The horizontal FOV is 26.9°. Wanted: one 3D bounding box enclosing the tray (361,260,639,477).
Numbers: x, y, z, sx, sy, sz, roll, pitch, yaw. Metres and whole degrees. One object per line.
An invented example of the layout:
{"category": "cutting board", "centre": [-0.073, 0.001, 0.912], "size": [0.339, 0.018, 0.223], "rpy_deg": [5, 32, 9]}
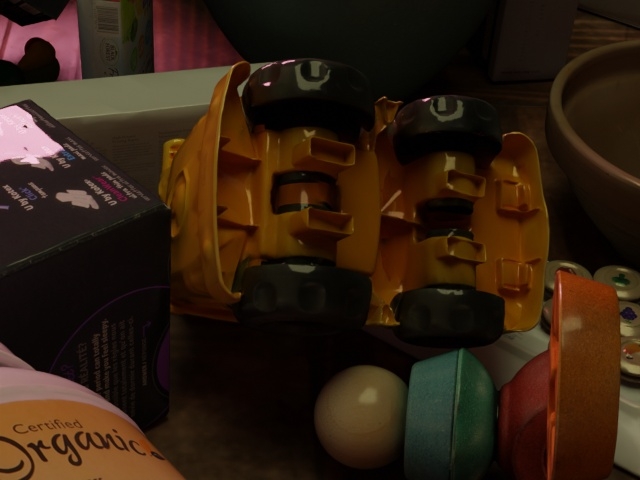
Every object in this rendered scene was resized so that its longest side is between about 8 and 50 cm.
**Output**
{"category": "tray", "centre": [0.136, 0.050, 0.891], "size": [0.270, 0.030, 0.145], "rpy_deg": [27, 43, 27]}

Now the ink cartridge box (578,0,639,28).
{"category": "ink cartridge box", "centre": [0.329, -0.304, 1.309], "size": [0.127, 0.128, 0.176], "rpy_deg": [24, 41, 24]}

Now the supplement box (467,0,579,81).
{"category": "supplement box", "centre": [0.161, -0.260, 1.232], "size": [0.073, 0.130, 0.239], "rpy_deg": [-4, 38, -14]}

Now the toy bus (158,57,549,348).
{"category": "toy bus", "centre": [0.000, 0.000, 0.831], "size": [0.220, 0.211, 0.149], "rpy_deg": [9, 72, -26]}

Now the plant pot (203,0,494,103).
{"category": "plant pot", "centre": [0.024, -0.222, 1.104], "size": [0.290, 0.195, 0.290], "rpy_deg": [0, 37, 0]}

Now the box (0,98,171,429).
{"category": "box", "centre": [-0.229, 0.058, 0.728], "size": [0.270, 0.165, 0.143], "rpy_deg": [-26, 46, -35]}

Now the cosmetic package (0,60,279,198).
{"category": "cosmetic package", "centre": [-0.138, -0.066, 0.964], "size": [0.239, 0.099, 0.060], "rpy_deg": [-7, 38, -16]}

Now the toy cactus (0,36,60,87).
{"category": "toy cactus", "centre": [-0.284, -0.132, 1.015], "size": [0.219, 0.112, 0.180], "rpy_deg": [16, 32, -43]}

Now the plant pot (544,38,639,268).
{"category": "plant pot", "centre": [0.275, -0.045, 0.967], "size": [0.237, 0.110, 0.237], "rpy_deg": [2, 37, -2]}

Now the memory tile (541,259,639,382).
{"category": "memory tile", "centre": [0.215, 0.053, 0.859], "size": [0.148, 0.012, 0.113], "rpy_deg": [5, 37, 1]}

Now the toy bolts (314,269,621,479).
{"category": "toy bolts", "centre": [0.063, 0.104, 0.689], "size": [0.158, 0.218, 0.228], "rpy_deg": [2, 18, 8]}

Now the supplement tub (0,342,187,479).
{"category": "supplement tub", "centre": [-0.115, 0.191, 0.508], "size": [0.228, 0.228, 0.316], "rpy_deg": [-24, 45, -33]}

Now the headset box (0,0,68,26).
{"category": "headset box", "centre": [-0.203, -0.322, 1.047], "size": [0.131, 0.283, 0.246], "rpy_deg": [32, -2, -20]}

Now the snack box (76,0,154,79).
{"category": "snack box", "centre": [-0.156, -0.147, 1.034], "size": [0.037, 0.141, 0.100], "rpy_deg": [7, 36, 5]}
